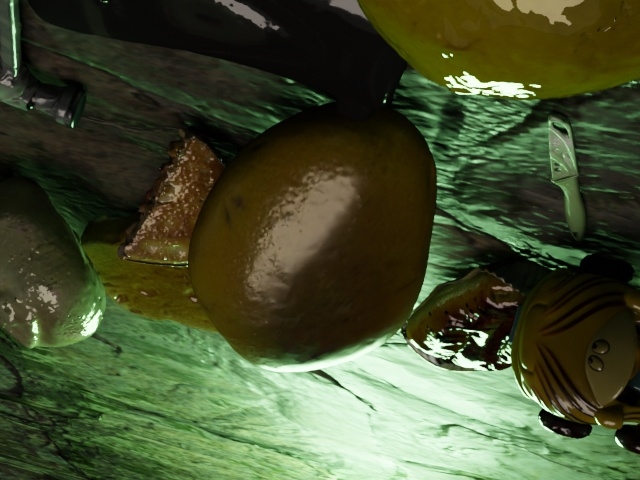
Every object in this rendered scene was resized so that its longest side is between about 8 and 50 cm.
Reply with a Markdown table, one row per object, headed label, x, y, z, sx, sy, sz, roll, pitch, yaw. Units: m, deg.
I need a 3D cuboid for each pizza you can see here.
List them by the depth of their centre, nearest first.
| label | x | y | z | sx | sy | sz | roll | pitch | yaw |
| --- | --- | --- | --- | --- | --- | --- | --- | --- | --- |
| pizza | -0.128 | -0.053 | 1.314 | 0.201 | 0.053 | 0.193 | -3 | 132 | -12 |

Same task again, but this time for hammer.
| label | x | y | z | sx | sy | sz | roll | pitch | yaw |
| --- | --- | --- | --- | --- | --- | --- | --- | --- | --- |
| hammer | -0.289 | -0.250 | 1.105 | 0.152 | 0.044 | 0.427 | 21 | 150 | -4 |

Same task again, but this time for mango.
| label | x | y | z | sx | sy | sz | roll | pitch | yaw |
| --- | --- | --- | --- | --- | --- | --- | --- | --- | --- |
| mango | 0.000 | 0.000 | 1.207 | 0.253 | 0.182 | 0.365 | 10 | 143 | -17 |

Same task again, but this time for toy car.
| label | x | y | z | sx | sy | sz | roll | pitch | yaw |
| --- | --- | --- | --- | --- | --- | --- | --- | --- | --- |
| toy car | 0.319 | 0.122 | 1.205 | 0.248 | 0.200 | 0.142 | 12 | -179 | 9 |

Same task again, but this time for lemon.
| label | x | y | z | sx | sy | sz | roll | pitch | yaw |
| --- | --- | --- | --- | --- | --- | --- | --- | --- | --- |
| lemon | 0.138 | -0.209 | 0.718 | 0.284 | 0.260 | 0.260 | 3 | 148 | 24 |

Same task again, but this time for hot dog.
| label | x | y | z | sx | sy | sz | roll | pitch | yaw |
| --- | --- | --- | --- | --- | --- | --- | --- | --- | --- |
| hot dog | 0.203 | 0.101 | 1.394 | 0.162 | 0.082 | 0.270 | 28 | 151 | -14 |

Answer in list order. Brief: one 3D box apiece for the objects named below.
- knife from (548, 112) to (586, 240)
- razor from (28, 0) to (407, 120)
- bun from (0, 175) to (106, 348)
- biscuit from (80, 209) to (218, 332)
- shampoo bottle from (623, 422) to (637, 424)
| label | x | y | z | sx | sy | sz | roll | pitch | yaw |
| --- | --- | --- | --- | --- | --- | --- | --- | --- | --- |
| knife | 0.244 | -0.059 | 1.160 | 0.030 | 0.014 | 0.207 | 5 | 148 | 21 |
| razor | -0.082 | -0.219 | 0.961 | 0.349 | 0.113 | 0.204 | 16 | 152 | -1 |
| bun | -0.374 | 0.036 | 1.475 | 0.239 | 0.141 | 0.239 | 42 | 152 | 28 |
| biscuit | -0.156 | 0.031 | 1.498 | 0.343 | 0.057 | 0.287 | 7 | 148 | 21 |
| shampoo bottle | 0.421 | 0.141 | 1.353 | 0.153 | 0.071 | 0.284 | 34 | 146 | -22 |
